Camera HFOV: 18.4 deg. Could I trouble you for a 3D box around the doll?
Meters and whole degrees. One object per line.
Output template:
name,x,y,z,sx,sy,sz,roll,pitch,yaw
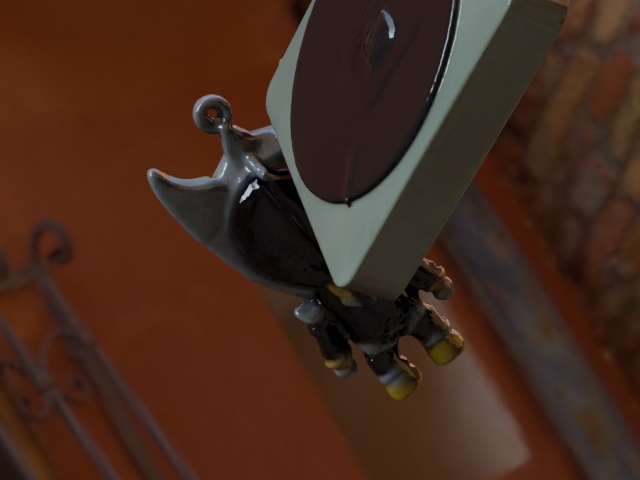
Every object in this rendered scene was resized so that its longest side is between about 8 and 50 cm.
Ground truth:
doll,0.003,-0.003,1.629,0.145,0.316,0.103,-31,21,24

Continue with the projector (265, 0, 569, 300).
projector,0.064,-0.128,1.396,0.079,0.257,0.259,16,-59,-26
